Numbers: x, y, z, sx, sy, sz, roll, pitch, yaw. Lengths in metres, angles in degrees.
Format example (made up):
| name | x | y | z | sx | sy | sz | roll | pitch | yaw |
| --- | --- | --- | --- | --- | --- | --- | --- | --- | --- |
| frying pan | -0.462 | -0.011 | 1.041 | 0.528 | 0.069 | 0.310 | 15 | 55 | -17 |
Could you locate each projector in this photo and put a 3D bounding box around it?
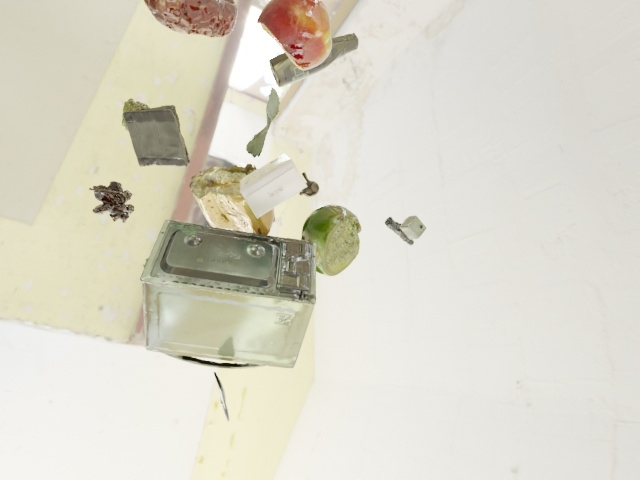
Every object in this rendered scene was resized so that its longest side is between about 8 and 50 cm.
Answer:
| name | x | y | z | sx | sy | sz | roll | pitch | yaw |
| --- | --- | --- | --- | --- | --- | --- | --- | --- | --- |
| projector | 0.443 | -0.062 | 2.078 | 0.083 | 0.082 | 0.083 | -49 | -162 | -17 |

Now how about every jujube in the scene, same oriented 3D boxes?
| name | x | y | z | sx | sy | sz | roll | pitch | yaw |
| --- | --- | --- | --- | --- | --- | --- | --- | --- | --- |
| jujube | -0.419 | -0.794 | 1.459 | 0.342 | 0.216 | 0.216 | -16 | 136 | -61 |

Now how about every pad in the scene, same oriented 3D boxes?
| name | x | y | z | sx | sy | sz | roll | pitch | yaw |
| --- | --- | --- | --- | --- | --- | --- | --- | --- | --- |
| pad | -0.484 | -0.299 | 1.272 | 0.233 | 0.022 | 0.174 | 5 | -64 | 32 |

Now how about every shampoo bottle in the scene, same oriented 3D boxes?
| name | x | y | z | sx | sy | sz | roll | pitch | yaw |
| --- | --- | --- | --- | --- | --- | --- | --- | --- | --- |
| shampoo bottle | -0.021 | -0.707 | 1.672 | 0.126 | 0.350 | 0.084 | 71 | -7 | -61 |

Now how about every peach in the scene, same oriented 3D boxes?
| name | x | y | z | sx | sy | sz | roll | pitch | yaw |
| --- | --- | --- | --- | --- | --- | --- | --- | --- | --- |
| peach | -0.066 | -0.546 | 1.139 | 0.190 | 0.192 | 0.190 | -5 | 90 | -82 |

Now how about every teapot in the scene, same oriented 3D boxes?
| name | x | y | z | sx | sy | sz | roll | pitch | yaw |
| --- | --- | --- | --- | --- | --- | --- | --- | --- | --- |
| teapot | -0.056 | -0.239 | 1.856 | 0.080 | 0.085 | 0.110 | -3 | -70 | 62 |

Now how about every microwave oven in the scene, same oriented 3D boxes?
| name | x | y | z | sx | sy | sz | roll | pitch | yaw |
| --- | --- | --- | --- | --- | --- | --- | --- | --- | --- |
| microwave oven | -0.232 | 0.143 | 1.146 | 0.247 | 0.394 | 0.333 | -91 | -166 | -50 |

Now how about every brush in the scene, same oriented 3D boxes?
| name | x | y | z | sx | sy | sz | roll | pitch | yaw |
| --- | --- | --- | --- | --- | --- | --- | --- | --- | --- |
| brush | -0.259 | 0.426 | 1.154 | 0.063 | 0.016 | 0.193 | 51 | -31 | 44 |

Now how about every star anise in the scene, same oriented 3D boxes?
| name | x | y | z | sx | sy | sz | roll | pitch | yaw |
| --- | --- | --- | --- | --- | --- | --- | --- | --- | --- |
| star anise | -0.940 | -0.173 | 1.995 | 0.220 | 0.125 | 0.190 | -54 | 140 | -67 |

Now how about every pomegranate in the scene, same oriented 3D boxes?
| name | x | y | z | sx | sy | sz | roll | pitch | yaw |
| --- | --- | --- | --- | --- | --- | --- | --- | --- | --- |
| pomegranate | 0.000 | 0.000 | 1.826 | 0.216 | 0.358 | 0.310 | 40 | -38 | 38 |

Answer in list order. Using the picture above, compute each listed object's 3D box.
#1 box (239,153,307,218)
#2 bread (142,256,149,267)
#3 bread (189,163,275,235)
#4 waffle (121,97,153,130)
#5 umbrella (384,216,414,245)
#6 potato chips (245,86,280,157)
| name | x | y | z | sx | sy | sz | roll | pitch | yaw |
| --- | --- | --- | --- | --- | --- | --- | --- | --- | --- |
| box | -0.175 | -0.202 | 1.543 | 0.203 | 0.116 | 0.274 | -31 | -162 | -1 |
| bread | -0.535 | 0.099 | 1.503 | 0.156 | 0.103 | 0.110 | -41 | -128 | 15 |
| bread | -0.398 | -0.191 | 2.128 | 0.394 | 0.361 | 0.250 | 71 | 32 | -52 |
| waffle | -0.730 | -0.494 | 1.783 | 0.036 | 0.169 | 0.184 | -28 | -126 | 38 |
| umbrella | 0.461 | -0.049 | 2.474 | 0.071 | 0.224 | 0.080 | -40 | -154 | 20 |
| potato chips | -0.184 | -0.394 | 1.449 | 0.228 | 0.059 | 0.167 | -63 | -166 | 16 |
